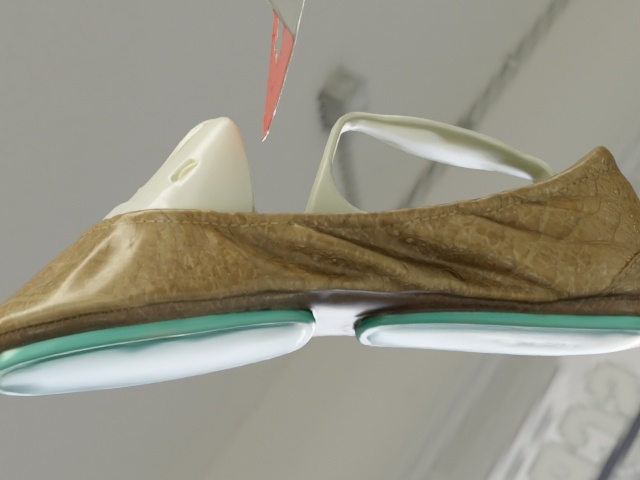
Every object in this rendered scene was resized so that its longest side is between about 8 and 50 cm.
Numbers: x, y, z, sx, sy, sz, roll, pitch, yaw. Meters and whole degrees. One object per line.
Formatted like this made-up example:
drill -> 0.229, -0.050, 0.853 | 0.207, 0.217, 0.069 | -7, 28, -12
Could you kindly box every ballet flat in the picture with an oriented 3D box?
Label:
ballet flat -> 0.000, 0.000, 0.890 | 0.116, 0.342, 0.124 | 118, 147, -71

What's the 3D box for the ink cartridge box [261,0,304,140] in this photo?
ink cartridge box -> -0.023, -0.160, 0.859 | 0.145, 0.045, 0.179 | -88, 12, -52
